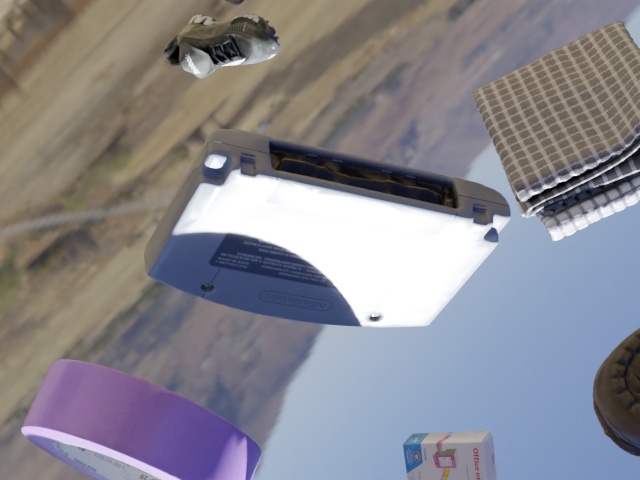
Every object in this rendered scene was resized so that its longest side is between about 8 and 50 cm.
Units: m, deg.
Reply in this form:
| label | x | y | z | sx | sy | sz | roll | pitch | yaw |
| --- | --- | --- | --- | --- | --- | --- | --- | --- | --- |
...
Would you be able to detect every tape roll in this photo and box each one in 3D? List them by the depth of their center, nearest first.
| label | x | y | z | sx | sy | sz | roll | pitch | yaw |
| --- | --- | --- | --- | --- | --- | --- | --- | --- | --- |
| tape roll | -0.212 | 0.241 | 1.758 | 0.090 | 0.274 | 0.275 | -67 | -173 | -20 |

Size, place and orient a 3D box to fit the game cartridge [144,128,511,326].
| label | x | y | z | sx | sy | sz | roll | pitch | yaw |
| --- | --- | --- | --- | --- | --- | --- | --- | --- | --- |
| game cartridge | 0.000 | 0.000 | 1.358 | 0.198 | 0.297 | 0.062 | 129 | -36 | -47 |

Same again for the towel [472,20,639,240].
| label | x | y | z | sx | sy | sz | roll | pitch | yaw |
| --- | --- | --- | --- | --- | --- | --- | --- | --- | --- |
| towel | 0.334 | -0.150 | 1.896 | 0.235 | 0.121 | 0.284 | -25 | -146 | 8 |

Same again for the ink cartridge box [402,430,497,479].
| label | x | y | z | sx | sy | sz | roll | pitch | yaw |
| --- | --- | --- | --- | --- | --- | --- | --- | --- | --- |
| ink cartridge box | 0.188 | 0.325 | 2.130 | 0.122 | 0.089 | 0.052 | -5 | -172 | 21 |

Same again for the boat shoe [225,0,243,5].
| label | x | y | z | sx | sy | sz | roll | pitch | yaw |
| --- | --- | --- | --- | --- | --- | --- | --- | --- | --- |
| boat shoe | -0.102 | -0.490 | 2.096 | 0.342 | 0.123 | 0.123 | -55 | -154 | 39 |

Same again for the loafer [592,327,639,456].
| label | x | y | z | sx | sy | sz | roll | pitch | yaw |
| --- | --- | --- | --- | --- | --- | --- | --- | --- | --- |
| loafer | 0.393 | 0.139 | 1.380 | 0.365 | 0.134 | 0.130 | -10 | 147 | -30 |

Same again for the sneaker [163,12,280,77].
| label | x | y | z | sx | sy | sz | roll | pitch | yaw |
| --- | --- | --- | --- | --- | --- | --- | --- | --- | --- |
| sneaker | -0.152 | -0.281 | 2.183 | 0.106 | 0.078 | 0.234 | -40 | -151 | -26 |
